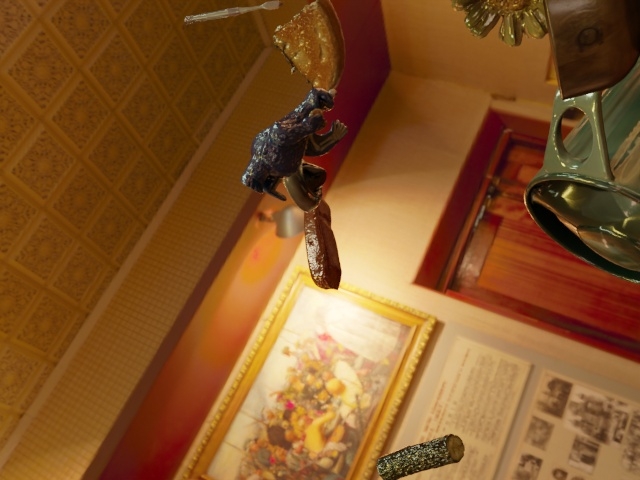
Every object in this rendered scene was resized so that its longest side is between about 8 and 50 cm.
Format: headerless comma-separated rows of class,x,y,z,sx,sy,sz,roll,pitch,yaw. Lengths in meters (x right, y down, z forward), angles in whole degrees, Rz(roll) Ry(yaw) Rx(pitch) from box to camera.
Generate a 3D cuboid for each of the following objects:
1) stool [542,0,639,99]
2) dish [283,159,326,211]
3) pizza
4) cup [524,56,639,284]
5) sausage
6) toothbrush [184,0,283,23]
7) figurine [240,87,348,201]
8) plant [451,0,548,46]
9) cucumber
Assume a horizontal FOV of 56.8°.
stool,0.380,-0.271,0.630,0.179,0.265,0.179,-11,-90,-67
dish,-0.021,-0.144,1.387,0.141,0.078,0.141,46,-148,-40
pizza,-0.029,-0.527,1.574,0.081,0.229,0.289,-52,-29,-31
cup,0.569,-0.159,0.987,0.392,0.310,0.401,-54,-29,-9
sausage,0.000,0.000,1.862,0.097,0.094,0.348,39,-144,-54
toothbrush,-0.267,-0.690,1.789,0.029,0.354,0.024,-36,-57,-56
figurine,-0.063,-0.207,1.212,0.262,0.121,0.164,-48,-22,-1
plant,0.471,-0.638,1.430,0.261,0.306,0.296,-6,-59,-58
cucumber,0.194,0.423,1.154,0.187,0.058,0.058,-34,1,35
